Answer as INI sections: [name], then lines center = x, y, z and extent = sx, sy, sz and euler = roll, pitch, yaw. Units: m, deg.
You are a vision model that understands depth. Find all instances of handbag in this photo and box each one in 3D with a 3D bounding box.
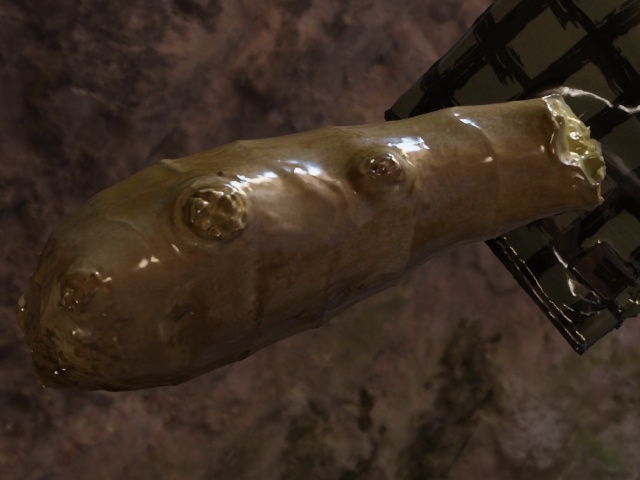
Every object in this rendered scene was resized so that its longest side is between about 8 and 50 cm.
[handbag]
center = 0.272, -0.104, 1.033
extent = 0.162, 0.327, 0.325
euler = -18, -20, -50

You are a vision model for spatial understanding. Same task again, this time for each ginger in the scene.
[ginger]
center = -0.005, 0.013, 0.702
extent = 0.376, 0.166, 0.236
euler = -3, -31, -19
